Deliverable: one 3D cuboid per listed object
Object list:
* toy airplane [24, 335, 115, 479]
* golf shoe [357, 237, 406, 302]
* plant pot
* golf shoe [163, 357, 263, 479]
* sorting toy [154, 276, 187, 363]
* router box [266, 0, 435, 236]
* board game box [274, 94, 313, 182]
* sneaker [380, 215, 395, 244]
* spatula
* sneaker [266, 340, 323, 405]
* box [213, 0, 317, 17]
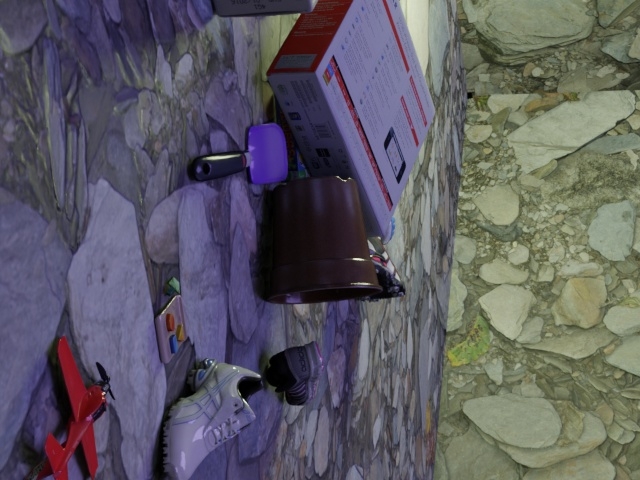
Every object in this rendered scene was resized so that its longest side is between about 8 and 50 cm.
[{"bbox_3d":[-0.211,0.160,0.823,0.151,0.028,0.151,1,90,-76],"label":"toy airplane"},{"bbox_3d":[0.106,0.045,1.885,0.273,0.105,0.120,58,26,-66],"label":"golf shoe"},{"bbox_3d":[0.000,0.000,1.386,0.167,0.167,0.165,29,55,-73],"label":"plant pot"},{"bbox_3d":[-0.118,0.199,1.067,0.176,0.086,0.069,-69,157,-49],"label":"golf shoe"},{"bbox_3d":[-0.161,0.084,1.041,0.062,0.012,0.083,-54,142,-65],"label":"sorting toy"},{"bbox_3d":[0.063,-0.224,1.496,0.301,0.082,0.335,-65,144,-36],"label":"router box"},{"bbox_3d":[-0.004,-0.172,1.502,0.201,0.035,0.136,-25,114,-59],"label":"board game box"},{"bbox_3d":[0.088,-0.075,1.884,0.083,0.071,0.191,-37,112,-59],"label":"sneaker"},{"bbox_3d":[-0.100,-0.105,1.233,0.296,0.030,0.084,-30,118,-72],"label":"spatula"},{"bbox_3d":[-0.045,0.197,1.401,0.170,0.074,0.063,108,-27,-60],"label":"sneaker"},{"bbox_3d":[-0.056,-0.397,1.212,0.232,0.127,0.149,-70,155,-52],"label":"box"}]
